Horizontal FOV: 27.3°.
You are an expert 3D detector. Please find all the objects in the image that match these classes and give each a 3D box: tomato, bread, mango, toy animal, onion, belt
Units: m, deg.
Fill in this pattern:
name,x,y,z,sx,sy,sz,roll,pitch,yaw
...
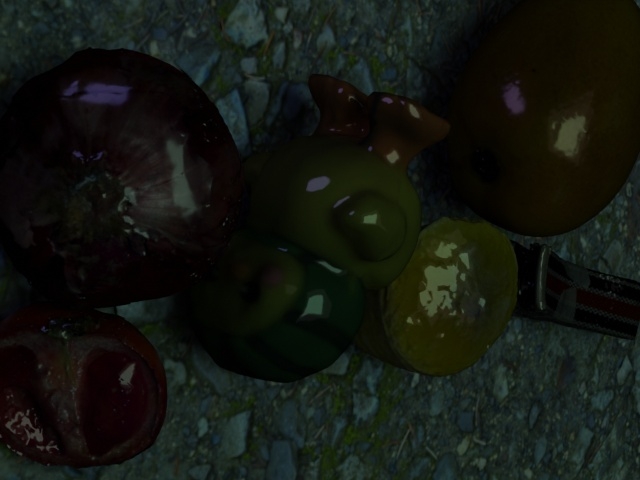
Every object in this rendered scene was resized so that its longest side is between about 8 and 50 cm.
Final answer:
name,x,y,z,sx,sy,sz,roll,pitch,yaw
tomato,-0.243,0.134,1.310,0.189,0.099,0.173,6,120,-3
bread,0.126,0.062,1.552,0.197,0.170,0.197,-5,98,-40
mango,0.297,-0.176,1.633,0.378,0.221,0.264,-54,133,-32
toy animal,0.001,0.002,1.418,0.191,0.216,0.338,38,80,-46
onion,-0.195,-0.055,1.268,0.252,0.219,0.252,0,97,-3
belt,0.313,0.068,1.750,0.359,0.126,0.094,16,77,-46
